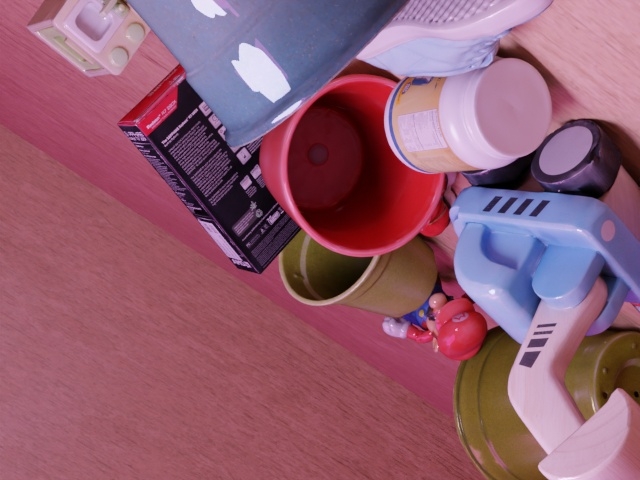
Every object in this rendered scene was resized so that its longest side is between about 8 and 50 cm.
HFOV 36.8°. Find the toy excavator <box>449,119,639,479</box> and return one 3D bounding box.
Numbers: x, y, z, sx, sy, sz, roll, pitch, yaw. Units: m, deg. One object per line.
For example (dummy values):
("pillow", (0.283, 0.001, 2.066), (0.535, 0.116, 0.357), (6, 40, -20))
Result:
("toy excavator", (0.304, 0.084, 1.249), (0.222, 0.445, 0.433), (40, 164, -33))

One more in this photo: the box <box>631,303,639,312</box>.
("box", (0.598, 0.120, 1.627), (0.094, 0.027, 0.137), (41, 163, -30))

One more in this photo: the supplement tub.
("supplement tub", (0.190, -0.163, 1.258), (0.144, 0.144, 0.199), (37, 164, -23))

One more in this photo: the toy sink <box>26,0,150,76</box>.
("toy sink", (-0.406, -0.390, 1.734), (0.153, 0.131, 0.234), (39, 163, -32))

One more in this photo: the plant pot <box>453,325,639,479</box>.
("plant pot", (0.519, 0.323, 1.931), (0.366, 0.367, 0.353), (35, 153, -16))

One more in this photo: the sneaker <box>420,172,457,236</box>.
("sneaker", (0.171, -0.061, 1.699), (0.107, 0.118, 0.279), (27, 165, 18))

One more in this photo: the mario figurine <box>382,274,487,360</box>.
("mario figurine", (0.249, 0.137, 2.069), (0.170, 0.198, 0.320), (15, -174, -18))

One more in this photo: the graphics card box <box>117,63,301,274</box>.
("graphics card box", (-0.158, -0.148, 1.719), (0.094, 0.233, 0.371), (9, 143, 55))

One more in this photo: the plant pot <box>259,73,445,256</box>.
("plant pot", (0.028, -0.127, 1.541), (0.275, 0.275, 0.243), (37, 175, -21))

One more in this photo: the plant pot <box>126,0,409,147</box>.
("plant pot", (-0.089, -0.330, 0.956), (0.334, 0.341, 0.341), (44, 162, -17))

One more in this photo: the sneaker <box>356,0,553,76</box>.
("sneaker", (0.165, -0.258, 1.076), (0.150, 0.135, 0.366), (18, 176, -28))

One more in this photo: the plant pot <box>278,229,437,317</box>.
("plant pot", (0.099, 0.038, 1.970), (0.276, 0.276, 0.254), (16, 171, 47))
